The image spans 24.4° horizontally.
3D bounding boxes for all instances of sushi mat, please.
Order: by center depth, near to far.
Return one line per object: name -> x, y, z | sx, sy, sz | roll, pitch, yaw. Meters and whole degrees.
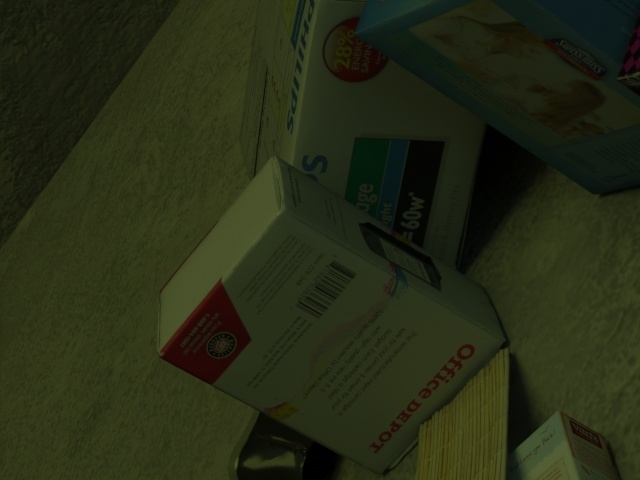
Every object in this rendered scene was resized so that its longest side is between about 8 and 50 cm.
sushi mat -> 0.134, 0.221, 1.449 | 0.151, 0.019, 0.316 | -47, 8, 21

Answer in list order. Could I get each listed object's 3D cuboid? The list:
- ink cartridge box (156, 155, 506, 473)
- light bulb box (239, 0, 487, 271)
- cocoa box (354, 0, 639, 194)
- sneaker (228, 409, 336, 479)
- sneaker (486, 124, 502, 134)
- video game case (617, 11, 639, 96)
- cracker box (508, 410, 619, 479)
ink cartridge box -> 0.008, 0.086, 1.606 | 0.226, 0.306, 0.131 | -49, 27, 21
light bulb box -> 0.049, -0.186, 1.768 | 0.361, 0.225, 0.358 | -108, 24, -58
cocoa box -> 0.255, -0.231, 1.451 | 0.231, 0.347, 0.228 | -13, 52, 57
sneaker -> -0.017, 0.214, 1.804 | 0.118, 0.083, 0.222 | -6, 48, 37
sneaker -> 0.212, -0.174, 1.804 | 0.170, 0.063, 0.075 | 21, 81, 59
video game case -> 0.383, -0.193, 1.337 | 0.042, 0.210, 0.232 | -10, 54, 59
cracker box -> 0.204, 0.287, 1.309 | 0.156, 0.067, 0.232 | -48, 28, 27
